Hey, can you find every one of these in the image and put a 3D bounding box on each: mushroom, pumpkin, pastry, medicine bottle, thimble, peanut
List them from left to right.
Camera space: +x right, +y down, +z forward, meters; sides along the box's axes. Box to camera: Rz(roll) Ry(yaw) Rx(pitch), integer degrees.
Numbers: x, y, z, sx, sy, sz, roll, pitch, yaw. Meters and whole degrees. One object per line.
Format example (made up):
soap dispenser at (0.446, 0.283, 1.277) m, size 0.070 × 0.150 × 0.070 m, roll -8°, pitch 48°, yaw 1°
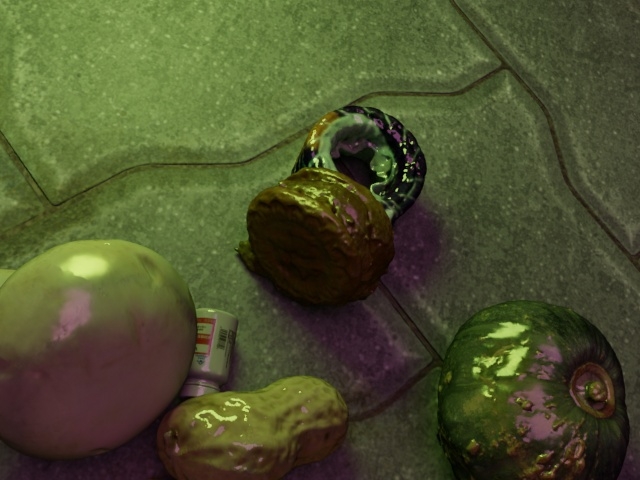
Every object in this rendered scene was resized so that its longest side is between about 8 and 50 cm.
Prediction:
mushroom at (-0.345, 0.146, 0.964) m, size 0.356 × 0.315 × 0.315 m, roll 3°, pitch 66°, yaw -14°
medicine bottle at (-0.178, 0.183, 1.115) m, size 0.079 × 0.079 × 0.140 m, roll 13°, pitch 64°, yaw -10°
peanut at (-0.087, 0.290, 1.043) m, size 0.291 × 0.143 × 0.159 m, roll -5°, pitch 42°, yaw -31°
pastry at (0.000, 0.000, 1.166) m, size 0.240 × 0.235 × 0.132 m, roll 39°, pitch 51°, yaw 10°
thimble at (0.068, -0.113, 1.276) m, size 0.237 × 0.150 × 0.237 m, roll 7°, pitch 66°, yaw -15°
pumpkin at (0.325, 0.267, 1.123) m, size 0.291 × 0.257 × 0.327 m, roll 34°, pitch 55°, yaw -14°

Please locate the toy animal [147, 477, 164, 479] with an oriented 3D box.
toy animal at (-0.227, 0.422, 1.007) m, size 0.083 × 0.070 × 0.159 m, roll 18°, pitch 68°, yaw -11°
